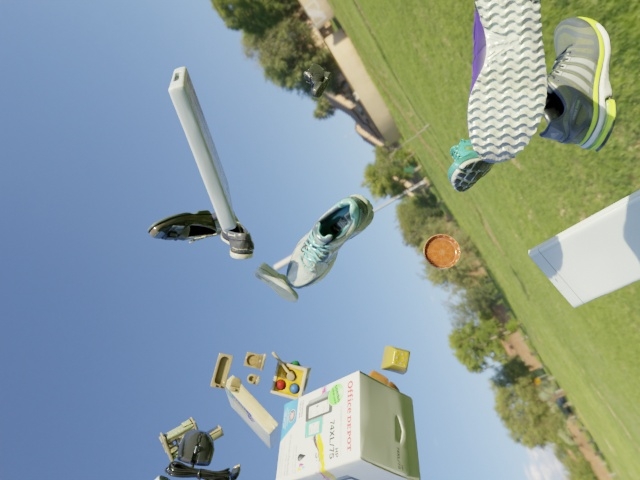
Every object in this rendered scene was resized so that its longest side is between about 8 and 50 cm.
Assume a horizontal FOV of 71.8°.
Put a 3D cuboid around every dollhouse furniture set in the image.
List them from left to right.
[{"bbox_3d":[-0.457,0.651,1.527,0.182,0.161,0.101,-20,-84,-30],"label":"dollhouse furniture set"},{"bbox_3d":[-0.279,0.440,1.499,0.123,0.151,0.143,134,151,-69],"label":"dollhouse furniture set"}]

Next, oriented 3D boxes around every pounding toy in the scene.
[{"bbox_3d":[-0.110,0.469,1.537,0.100,0.130,0.141,46,-124,-74],"label":"pounding toy"}]

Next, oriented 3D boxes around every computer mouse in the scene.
[{"bbox_3d":[-0.301,0.576,1.201,0.262,0.184,0.060,139,146,-81],"label":"computer mouse"}]

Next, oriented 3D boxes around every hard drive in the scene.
[{"bbox_3d":[0.844,0.033,1.299,0.233,0.353,0.047,48,-145,-5],"label":"hard drive"}]

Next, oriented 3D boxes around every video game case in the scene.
[{"bbox_3d":[-0.171,-0.138,0.645,0.183,0.023,0.201,-118,11,-59],"label":"video game case"}]

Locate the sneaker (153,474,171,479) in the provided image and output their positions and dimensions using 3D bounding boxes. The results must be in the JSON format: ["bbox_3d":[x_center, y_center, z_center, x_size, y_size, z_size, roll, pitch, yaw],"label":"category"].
[{"bbox_3d":[-0.350,0.661,1.007,0.094,0.091,0.258,46,168,-31],"label":"sneaker"}]

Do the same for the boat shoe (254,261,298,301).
[{"bbox_3d":[-0.175,0.173,1.892,0.226,0.083,0.075,40,-128,-16],"label":"boat shoe"}]

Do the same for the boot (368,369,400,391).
[{"bbox_3d":[0.219,0.590,1.468,0.283,0.109,0.220,41,-144,5],"label":"boot"}]

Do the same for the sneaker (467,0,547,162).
[{"bbox_3d":[0.281,-0.265,0.666,0.146,0.102,0.293,-24,-65,-67],"label":"sneaker"}]

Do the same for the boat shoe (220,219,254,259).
[{"bbox_3d":[-0.198,-0.020,1.068,0.206,0.075,0.064,-131,44,-63],"label":"boat shoe"}]

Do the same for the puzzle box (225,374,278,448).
[{"bbox_3d":[-0.287,0.739,1.876,0.272,0.052,0.408,41,152,18],"label":"puzzle box"}]

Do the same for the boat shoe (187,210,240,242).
[{"bbox_3d":[-0.430,-0.039,1.671,0.089,0.286,0.104,61,-147,-26],"label":"boat shoe"}]

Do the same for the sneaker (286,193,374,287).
[{"bbox_3d":[0.000,0.000,1.043,0.110,0.283,0.122,43,-166,15],"label":"sneaker"}]

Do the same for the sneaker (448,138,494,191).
[{"bbox_3d":[0.379,-0.204,1.145,0.110,0.107,0.275,42,-145,13],"label":"sneaker"}]

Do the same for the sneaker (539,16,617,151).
[{"bbox_3d":[0.486,-0.319,0.867,0.111,0.122,0.299,94,-179,-68],"label":"sneaker"}]

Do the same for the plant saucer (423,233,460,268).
[{"bbox_3d":[0.282,0.027,1.027,0.013,0.084,0.083,68,178,-73],"label":"plant saucer"}]

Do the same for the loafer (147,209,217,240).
[{"bbox_3d":[-0.443,-0.041,1.468,0.084,0.096,0.268,56,-150,6],"label":"loafer"}]

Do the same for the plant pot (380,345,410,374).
[{"bbox_3d":[0.254,0.391,1.456,0.083,0.082,0.081,105,180,-71],"label":"plant pot"}]

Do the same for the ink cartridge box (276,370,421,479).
[{"bbox_3d":[0.063,0.470,1.041,0.197,0.270,0.198,35,-143,-27],"label":"ink cartridge box"}]

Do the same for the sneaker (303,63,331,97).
[{"bbox_3d":[-0.021,-0.545,1.504,0.051,0.089,0.170,99,-166,-50],"label":"sneaker"}]
